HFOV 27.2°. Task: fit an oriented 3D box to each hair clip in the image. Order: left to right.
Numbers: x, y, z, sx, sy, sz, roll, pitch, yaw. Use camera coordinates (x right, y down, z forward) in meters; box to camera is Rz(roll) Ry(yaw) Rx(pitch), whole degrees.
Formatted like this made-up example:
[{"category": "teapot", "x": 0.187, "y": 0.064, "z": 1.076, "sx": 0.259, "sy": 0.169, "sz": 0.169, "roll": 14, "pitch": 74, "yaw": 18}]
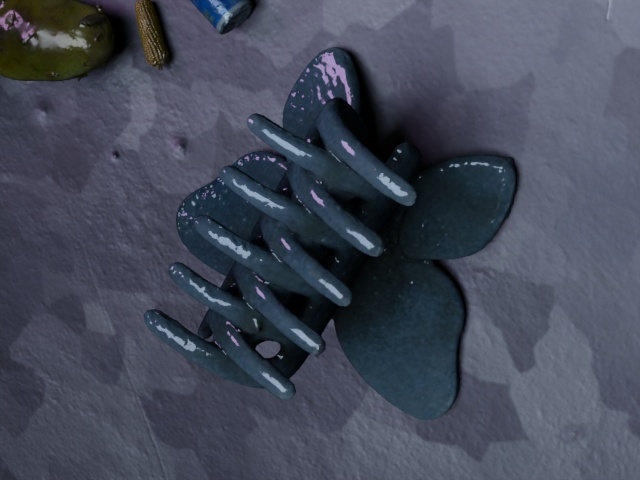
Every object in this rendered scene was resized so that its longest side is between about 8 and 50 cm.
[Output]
[{"category": "hair clip", "x": 0.000, "y": 0.000, "z": 1.361, "sx": 0.392, "sy": 0.238, "sz": 0.318, "roll": 38, "pitch": 114, "yaw": 14}]

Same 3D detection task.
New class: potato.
[{"category": "potato", "x": -0.337, "y": -0.244, "z": 1.544, "sx": 0.225, "sy": 0.090, "sz": 0.117, "roll": 15, "pitch": 114, "yaw": 26}]

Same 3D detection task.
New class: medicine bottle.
[{"category": "medicine bottle", "x": -0.152, "y": -0.310, "z": 1.458, "sx": 0.191, "sy": 0.051, "sz": 0.051, "roll": 48, "pitch": 118, "yaw": 8}]

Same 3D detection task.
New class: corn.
[{"category": "corn", "x": -0.192, "y": -0.234, "z": 1.511, "sx": 0.028, "sy": 0.027, "sz": 0.083, "roll": -12, "pitch": 95, "yaw": 12}]
